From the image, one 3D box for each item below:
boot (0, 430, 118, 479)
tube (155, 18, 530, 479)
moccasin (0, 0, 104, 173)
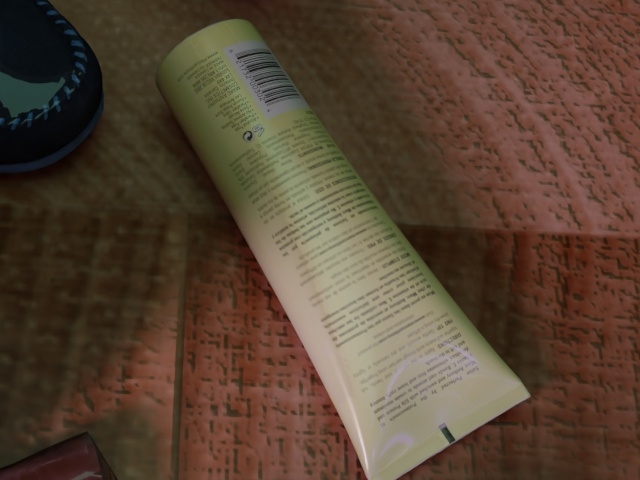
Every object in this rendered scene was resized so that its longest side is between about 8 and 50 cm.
[{"bbox_3d":[-0.132,0.141,0.487,0.114,0.037,0.106,-12,63,-19],"label":"boot"},{"bbox_3d":[0.000,0.000,0.574,0.070,0.062,0.240,-39,75,21],"label":"tube"},{"bbox_3d":[-0.266,-0.148,0.571,0.342,0.117,0.138,28,62,6],"label":"moccasin"}]
